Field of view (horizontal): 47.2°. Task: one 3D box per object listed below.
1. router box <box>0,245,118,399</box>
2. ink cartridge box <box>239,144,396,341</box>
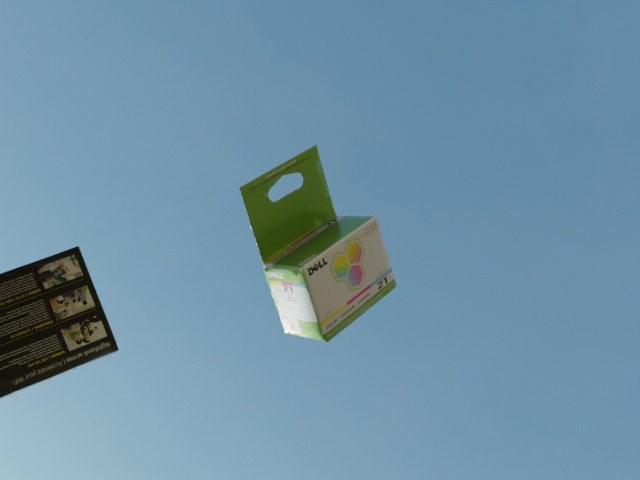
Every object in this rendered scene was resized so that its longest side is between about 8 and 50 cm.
[{"bbox_3d":[-0.340,0.100,0.837,0.179,0.046,0.133,-21,-93,-20],"label":"router box"},{"bbox_3d":[0.000,0.000,1.149,0.189,0.097,0.255,-34,-63,-38],"label":"ink cartridge box"}]
